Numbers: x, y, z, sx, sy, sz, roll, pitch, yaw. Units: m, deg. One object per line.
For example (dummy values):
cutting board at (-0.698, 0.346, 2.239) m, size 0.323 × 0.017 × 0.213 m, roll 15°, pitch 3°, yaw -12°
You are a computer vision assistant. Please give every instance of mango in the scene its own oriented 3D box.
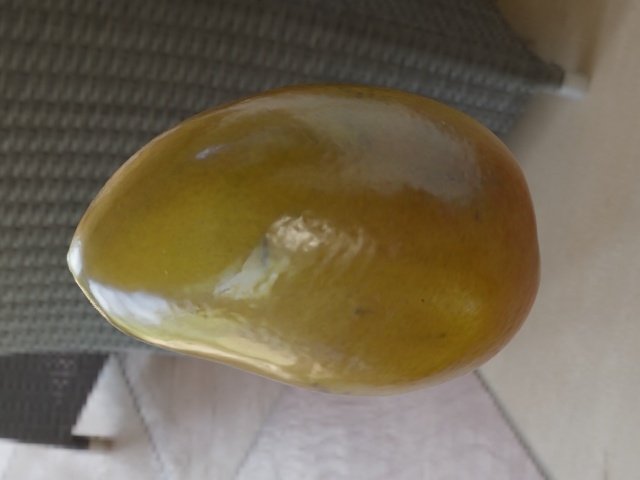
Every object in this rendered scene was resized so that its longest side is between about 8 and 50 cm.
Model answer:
mango at (0.000, 0.000, 0.918) m, size 0.173 × 0.317 × 0.211 m, roll -117°, pitch 39°, yaw -47°
